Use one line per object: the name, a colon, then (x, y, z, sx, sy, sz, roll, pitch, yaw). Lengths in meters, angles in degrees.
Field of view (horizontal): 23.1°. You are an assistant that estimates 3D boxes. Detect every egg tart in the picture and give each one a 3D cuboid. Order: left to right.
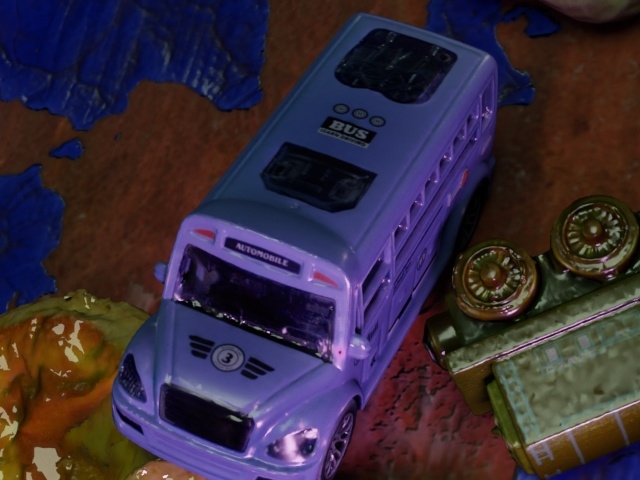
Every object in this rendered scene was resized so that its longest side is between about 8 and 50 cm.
egg tart: (-0.159, 0.149, 0.924, 0.241, 0.106, 0.241, -11, 58, 19)

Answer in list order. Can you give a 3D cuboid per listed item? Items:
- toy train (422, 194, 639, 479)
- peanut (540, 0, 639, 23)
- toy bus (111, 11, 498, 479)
toy train: (0.173, 0.046, 0.863, 0.225, 0.090, 0.137, -24, 59, 7)
peanut: (0.132, -0.194, 1.017, 0.187, 0.082, 0.082, 22, 72, 29)
toy bus: (0.000, 0.000, 0.874, 0.125, 0.133, 0.292, 20, 46, 16)
